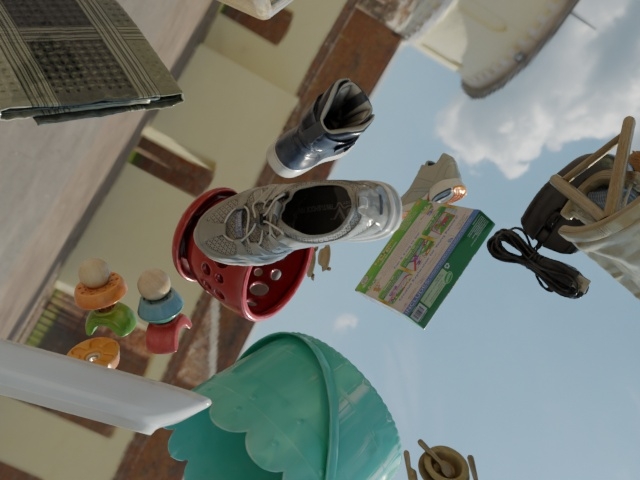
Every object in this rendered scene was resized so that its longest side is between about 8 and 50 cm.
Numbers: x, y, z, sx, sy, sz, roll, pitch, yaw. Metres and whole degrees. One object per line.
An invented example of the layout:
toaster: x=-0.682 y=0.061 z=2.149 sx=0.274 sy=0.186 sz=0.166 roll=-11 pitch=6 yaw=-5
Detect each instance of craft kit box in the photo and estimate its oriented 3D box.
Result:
craft kit box: x=0.204 y=0.038 z=1.484 sx=0.249 sy=0.061 sz=0.247 roll=-54 pitch=-155 yaw=-5

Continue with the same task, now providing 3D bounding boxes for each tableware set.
tableware set: x=0.000 y=0.000 z=1.512 sx=0.141 sy=0.020 sz=0.168 roll=162 pitch=-65 yaw=-74
tableware set: x=0.205 y=0.394 z=1.130 sx=0.194 sy=0.128 sz=0.039 roll=-97 pitch=-162 yaw=-52

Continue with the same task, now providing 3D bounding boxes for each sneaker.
sneaker: x=-0.047 y=-0.035 z=0.910 sx=0.282 sy=0.115 sz=0.105 roll=-12 pitch=-101 yaw=24
sneaker: x=0.269 y=-0.133 z=1.861 sx=0.262 sy=0.099 sz=0.120 roll=-30 pitch=-121 yaw=51
sneaker: x=0.037 y=-0.186 z=1.103 sx=0.163 sy=0.086 sz=0.226 roll=-37 pitch=-176 yaw=45

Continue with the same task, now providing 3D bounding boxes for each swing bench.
swing bench: x=0.478 y=-0.003 z=1.038 sx=0.165 sy=0.253 sz=0.254 roll=-44 pitch=-167 yaw=31

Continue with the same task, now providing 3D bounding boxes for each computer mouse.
computer mouse: x=0.420 y=-0.051 z=1.206 sx=0.272 sy=0.188 sz=0.072 roll=-48 pitch=145 yaw=-10

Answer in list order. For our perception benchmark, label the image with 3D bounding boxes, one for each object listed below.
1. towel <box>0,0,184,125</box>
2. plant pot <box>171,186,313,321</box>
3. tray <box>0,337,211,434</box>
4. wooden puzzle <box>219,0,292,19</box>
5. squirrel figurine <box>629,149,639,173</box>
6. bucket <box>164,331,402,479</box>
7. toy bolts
towel: x=-0.425 y=-0.303 z=1.185 sx=0.324 sy=0.312 sz=0.056 roll=53 pitch=-43 yaw=27
plant pot: x=-0.129 y=0.011 z=1.188 sx=0.191 sy=0.174 sz=0.191 roll=-42 pitch=147 yaw=-35
tray: x=-0.203 y=0.074 z=0.439 sx=0.145 sy=0.271 sz=0.030 roll=130 pitch=-23 yaw=-70
wooden puzzle: x=-0.156 y=-0.320 z=0.685 sx=0.348 sy=0.322 sz=0.080 roll=-70 pitch=-176 yaw=-67
squirrel figurine: x=0.771 y=-0.083 z=1.344 sx=0.397 sy=0.371 sz=0.280 roll=15 pitch=-73 yaw=56
bucket: x=-0.046 y=0.261 z=0.922 sx=0.183 sy=0.281 sz=0.281 roll=-35 pitch=174 yaw=-35
toy bolts: x=-0.373 y=0.134 z=1.366 sx=0.218 sy=0.229 sz=0.158 roll=-74 pitch=160 yaw=-57
